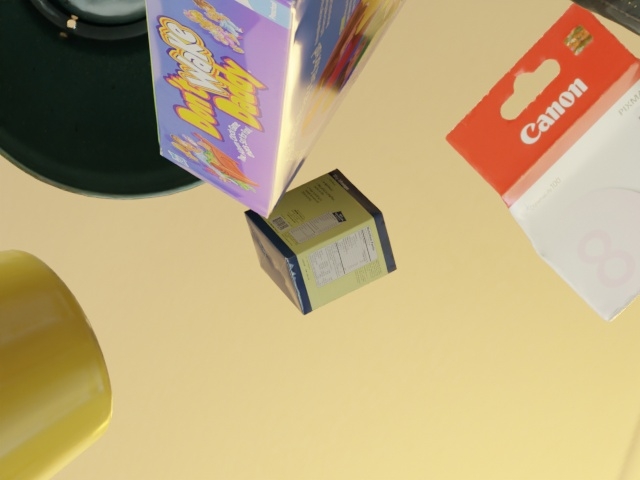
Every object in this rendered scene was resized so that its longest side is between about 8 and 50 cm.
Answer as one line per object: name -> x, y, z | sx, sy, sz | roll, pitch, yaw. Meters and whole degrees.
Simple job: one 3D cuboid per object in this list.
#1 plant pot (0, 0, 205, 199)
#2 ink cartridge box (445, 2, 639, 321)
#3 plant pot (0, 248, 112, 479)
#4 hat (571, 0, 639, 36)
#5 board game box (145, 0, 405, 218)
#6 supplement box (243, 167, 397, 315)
plant pot -> -0.162, -0.206, 1.557 | 0.293, 0.293, 0.196 | 5, -154, -15
ink cartridge box -> 0.250, -0.073, 1.753 | 0.232, 0.189, 0.066 | 45, -164, 3
plant pot -> -0.295, 0.124, 1.418 | 0.239, 0.254, 0.254 | -25, -111, -31
hat -> 0.263, -0.277, 1.159 | 0.331, 0.331, 0.134 | 9, -136, -13
board game box -> 0.005, -0.169, 0.984 | 0.078, 0.347, 0.233 | 30, -104, 5
supplement box -> 0.000, 0.000, 1.469 | 0.083, 0.056, 0.083 | -25, -144, -14
